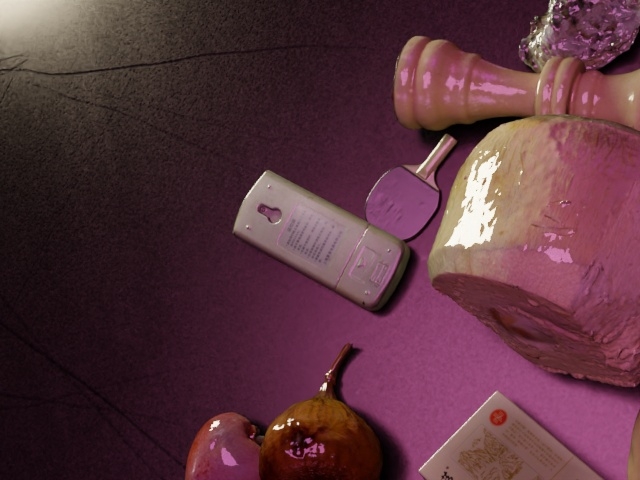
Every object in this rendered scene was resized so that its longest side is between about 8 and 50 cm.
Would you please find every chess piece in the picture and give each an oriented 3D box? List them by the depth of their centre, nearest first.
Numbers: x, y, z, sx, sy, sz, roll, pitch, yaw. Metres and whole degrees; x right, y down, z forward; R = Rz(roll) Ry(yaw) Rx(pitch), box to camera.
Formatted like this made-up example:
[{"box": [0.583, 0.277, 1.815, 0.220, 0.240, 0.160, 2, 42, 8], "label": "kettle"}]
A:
[{"box": [0.287, -0.167, 1.619, 0.397, 0.117, 0.117, 9, 80, 24], "label": "chess piece"}]

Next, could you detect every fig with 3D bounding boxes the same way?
[{"box": [-0.003, 0.221, 1.647, 0.146, 0.134, 0.201, 13, 49, -19], "label": "fig"}]

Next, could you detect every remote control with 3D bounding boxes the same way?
[{"box": [0.000, 0.000, 1.729, 0.233, 0.038, 0.098, 28, 90, 24], "label": "remote control"}]

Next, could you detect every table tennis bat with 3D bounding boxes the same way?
[{"box": [0.118, -0.068, 1.720, 0.087, 0.013, 0.156, 39, 92, 24], "label": "table tennis bat"}]

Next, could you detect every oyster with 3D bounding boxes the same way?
[{"box": [0.326, -0.267, 1.668, 0.125, 0.064, 0.177, 46, 104, 17], "label": "oyster"}]

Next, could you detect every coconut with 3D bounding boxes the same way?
[{"box": [0.279, -0.007, 1.502, 0.297, 0.297, 0.254, 24, 71, 23], "label": "coconut"}]

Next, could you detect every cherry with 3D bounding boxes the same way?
[{"box": [-0.112, 0.274, 1.677, 0.106, 0.087, 0.126, 25, 84, 28], "label": "cherry"}]

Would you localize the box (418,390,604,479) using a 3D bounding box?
[{"box": [0.226, 0.282, 1.536, 0.141, 0.058, 0.201, -46, 53, -7], "label": "box"}]

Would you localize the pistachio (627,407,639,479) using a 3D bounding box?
[{"box": [0.445, 0.184, 1.453, 0.187, 0.187, 0.299, 23, 91, 23], "label": "pistachio"}]
